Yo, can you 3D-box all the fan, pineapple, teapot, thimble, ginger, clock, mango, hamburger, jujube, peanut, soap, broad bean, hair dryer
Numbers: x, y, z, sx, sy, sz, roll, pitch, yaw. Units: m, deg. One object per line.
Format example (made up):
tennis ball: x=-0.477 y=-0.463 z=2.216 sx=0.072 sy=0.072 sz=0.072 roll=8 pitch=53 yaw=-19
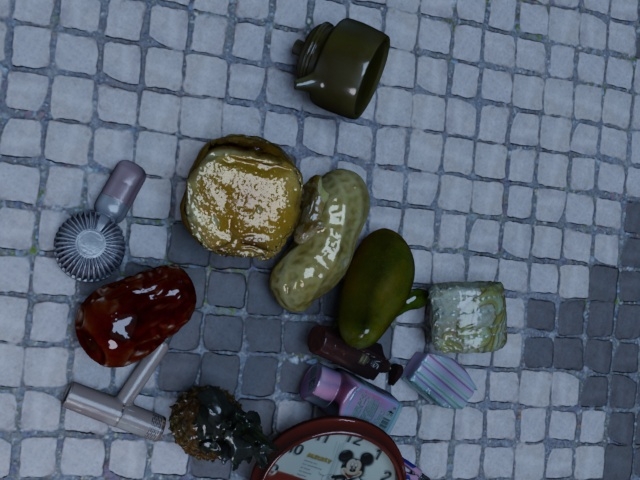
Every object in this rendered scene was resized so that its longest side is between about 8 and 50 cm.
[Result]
fan: x=-0.400 y=-0.038 z=1.786 sx=0.130 sy=0.074 sz=0.244 roll=29 pitch=74 yaw=-8
pineapple: x=-0.183 y=0.339 z=1.742 sx=0.141 sy=0.310 sz=0.170 roll=-35 pitch=102 yaw=-20
teapot: x=0.032 y=-0.362 z=1.914 sx=0.175 sy=0.186 sz=0.268 roll=26 pitch=46 yaw=8
thimble: x=0.308 y=0.160 z=2.031 sx=0.190 sy=0.137 sz=0.144 roll=-2 pitch=93 yaw=-35
ginger: x=-0.016 y=-0.057 z=1.840 sx=0.057 sy=0.044 sz=0.137 roll=14 pitch=89 yaw=-3
clock: x=0.015 y=0.486 z=1.914 sx=0.318 sy=0.080 sz=0.319 roll=-3 pitch=112 yaw=-7
mango: x=0.105 y=0.101 z=1.921 sx=0.129 sy=0.146 sz=0.289 roll=48 pitch=51 yaw=-27
hamburger: x=-0.148 y=-0.085 z=1.825 sx=0.244 sy=0.163 sz=0.245 roll=-1 pitch=95 yaw=-11
jujube: x=-0.335 y=0.134 z=1.766 sx=0.230 sy=0.155 sz=0.155 roll=-27 pitch=100 yaw=-25
peanut: x=0.000 y=0.000 z=1.918 sx=0.147 sy=0.147 sz=0.306 roll=21 pitch=87 yaw=-21
soap: x=0.258 y=0.300 z=2.059 sx=0.149 sy=0.056 sz=0.100 roll=40 pitch=78 yaw=-17
broad bean: x=0.131 y=0.150 z=2.009 sx=0.256 sy=0.052 sz=0.052 roll=-20 pitch=92 yaw=-21
hair dryer: x=-0.356 y=0.243 z=1.810 sx=0.195 sy=0.053 sz=0.221 roll=25 pitch=80 yaw=-20

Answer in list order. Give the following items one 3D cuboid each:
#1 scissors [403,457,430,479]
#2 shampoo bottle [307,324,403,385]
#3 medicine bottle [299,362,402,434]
scissors: x=0.190 y=0.494 z=2.054 sx=0.113 sy=0.012 sz=0.039 roll=33 pitch=78 yaw=-19
shampoo bottle: x=0.078 y=0.238 z=1.966 sx=0.236 sy=0.067 sz=0.068 roll=25 pitch=117 yaw=-34
medicine bottle: x=0.057 y=0.320 z=1.941 sx=0.188 sy=0.119 sz=0.094 roll=29 pitch=89 yaw=-20
